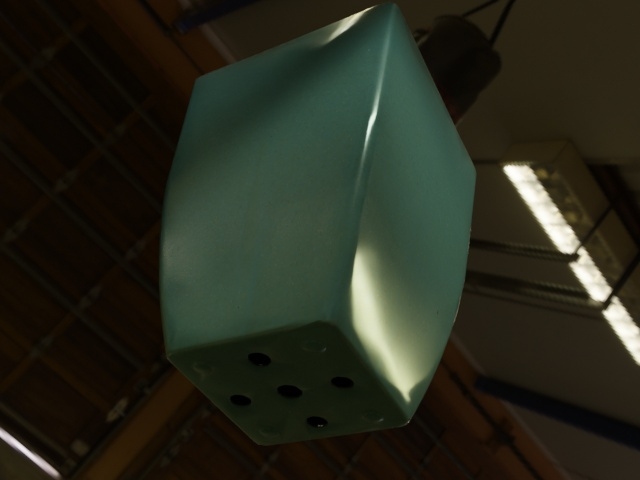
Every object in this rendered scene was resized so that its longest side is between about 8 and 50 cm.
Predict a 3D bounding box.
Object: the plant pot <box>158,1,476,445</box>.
[{"bbox_3d":[0.000,0.000,0.488,0.165,0.234,0.165,-15,-48,24],"label":"plant pot"}]
